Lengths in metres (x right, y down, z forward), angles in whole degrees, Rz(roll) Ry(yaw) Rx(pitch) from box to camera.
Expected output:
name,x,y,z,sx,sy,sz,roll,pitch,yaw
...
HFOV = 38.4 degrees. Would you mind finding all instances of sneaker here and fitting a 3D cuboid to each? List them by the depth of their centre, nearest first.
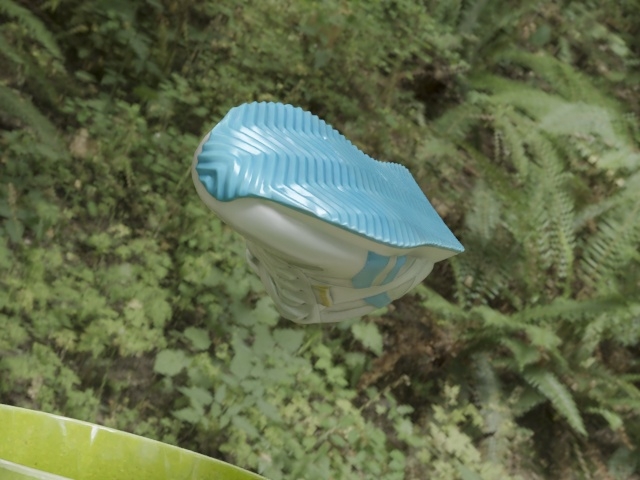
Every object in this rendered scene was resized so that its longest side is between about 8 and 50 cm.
name,x,y,z,sx,sy,sz,roll,pitch,yaw
sneaker,0.000,0.000,0.474,0.087,0.092,0.228,58,16,23

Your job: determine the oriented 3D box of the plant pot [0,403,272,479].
name,x,y,z,sx,sy,sz,roll,pitch,yaw
plant pot,-0.169,0.271,0.552,0.274,0.274,0.294,18,81,-21
